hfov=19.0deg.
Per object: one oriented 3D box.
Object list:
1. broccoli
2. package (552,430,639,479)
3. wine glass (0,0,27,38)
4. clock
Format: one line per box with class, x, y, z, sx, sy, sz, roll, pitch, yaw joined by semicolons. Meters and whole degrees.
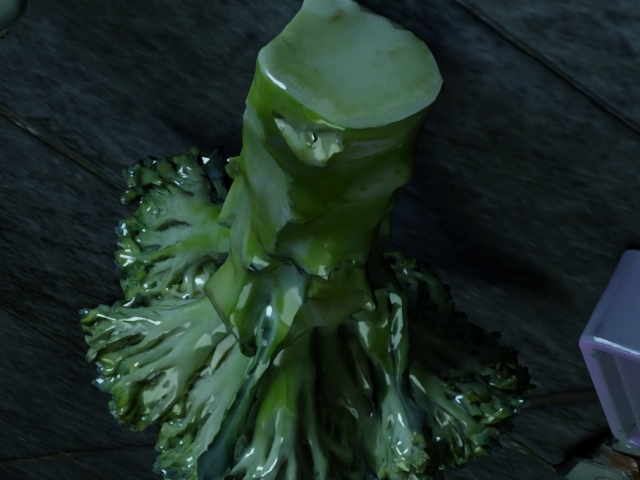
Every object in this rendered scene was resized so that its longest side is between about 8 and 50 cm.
broccoli;0.008;0.020;1.008;0.252;0.221;0.361;64;160;5
package;0.249;0.174;1.275;0.166;0.040;0.232;26;162;2
wine glass;-0.173;-0.157;0.936;0.072;0.072;0.155;28;160;-1
clock;0.247;0.087;1.010;0.197;0.063;0.150;18;159;26
